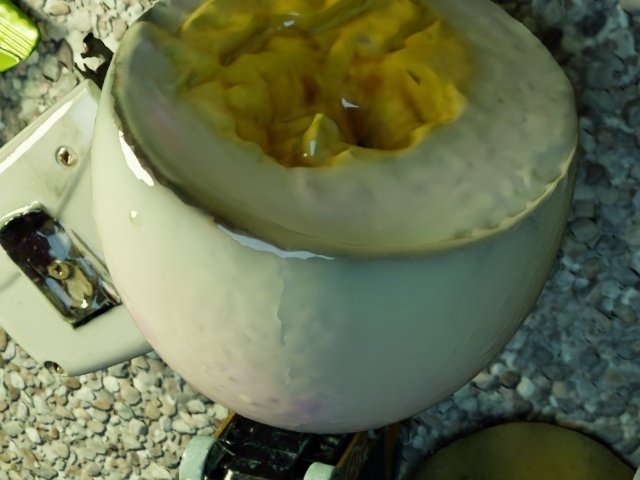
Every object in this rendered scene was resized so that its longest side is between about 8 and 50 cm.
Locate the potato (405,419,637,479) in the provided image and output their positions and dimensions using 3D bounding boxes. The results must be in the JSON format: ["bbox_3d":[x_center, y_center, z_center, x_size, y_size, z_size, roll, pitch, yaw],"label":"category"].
[{"bbox_3d":[0.166,0.307,1.205,0.239,0.116,0.299,39,115,0],"label":"potato"}]

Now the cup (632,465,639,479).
[{"bbox_3d":[0.426,0.219,1.040,0.347,0.163,0.347,8,116,18],"label":"cup"}]

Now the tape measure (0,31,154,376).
[{"bbox_3d":[-0.218,-0.012,1.206,0.258,0.130,0.265,-35,101,26],"label":"tape measure"}]

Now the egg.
[{"bbox_3d":[0.000,0.000,1.018,0.354,0.354,0.340,22,138,11],"label":"egg"}]

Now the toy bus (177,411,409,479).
[{"bbox_3d":[-0.021,0.213,1.154,0.138,0.275,0.167,9,120,18],"label":"toy bus"}]

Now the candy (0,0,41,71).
[{"bbox_3d":[-0.370,-0.139,1.250,0.149,0.069,0.246,33,120,7],"label":"candy"}]
